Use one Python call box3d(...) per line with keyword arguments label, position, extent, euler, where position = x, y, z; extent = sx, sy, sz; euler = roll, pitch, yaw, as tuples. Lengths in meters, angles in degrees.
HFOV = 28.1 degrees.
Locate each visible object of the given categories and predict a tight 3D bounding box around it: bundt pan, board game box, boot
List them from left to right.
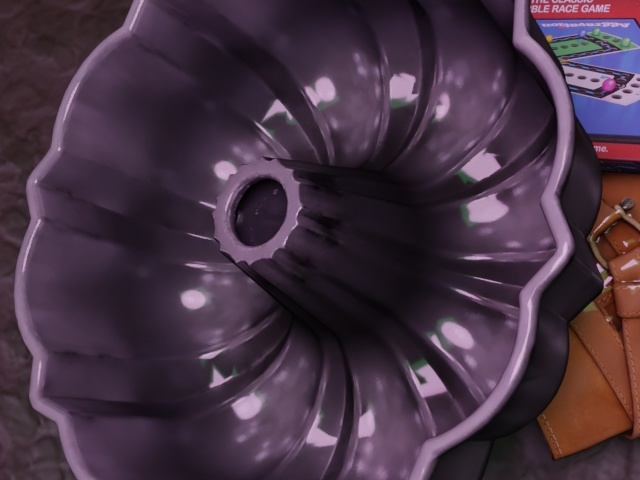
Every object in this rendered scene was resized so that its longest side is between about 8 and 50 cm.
box3d(label="bundt pan", position=(0.000, 0.000, 0.666), extent=(0.331, 0.124, 0.330), euler=(-10, 71, 31))
box3d(label="board game box", position=(0.110, -0.114, 0.722), extent=(0.281, 0.027, 0.145), euler=(6, 76, 35))
box3d(label="boot", position=(0.173, -0.031, 0.730), extent=(0.220, 0.109, 0.283), euler=(-25, 80, 8))
